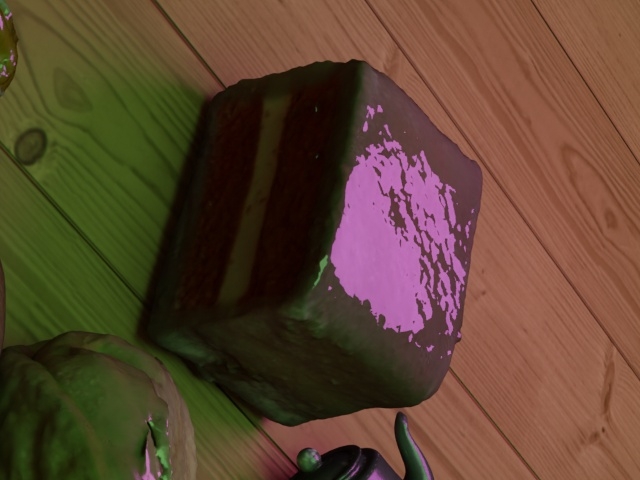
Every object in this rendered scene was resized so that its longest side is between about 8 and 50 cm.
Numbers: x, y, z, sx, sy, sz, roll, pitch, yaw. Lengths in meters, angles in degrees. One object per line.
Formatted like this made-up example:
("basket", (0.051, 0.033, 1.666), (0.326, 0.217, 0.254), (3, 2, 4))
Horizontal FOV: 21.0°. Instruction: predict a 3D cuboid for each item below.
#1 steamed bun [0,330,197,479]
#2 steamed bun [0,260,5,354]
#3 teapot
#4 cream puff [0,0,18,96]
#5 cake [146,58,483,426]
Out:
("steamed bun", (-0.216, 0.254, 1.417), (0.325, 0.230, 0.372), (65, 21, -78))
("steamed bun", (-0.357, 0.062, 1.316), (0.251, 0.199, 0.301), (43, 54, -35))
("teapot", (0.014, 0.277, 1.736), (0.239, 0.162, 0.149), (-36, 103, -13))
("cream puff", (-0.342, -0.170, 1.388), (0.194, 0.221, 0.195), (0, 92, -11))
("cake", (0.000, 0.000, 1.697), (0.230, 0.237, 0.309), (35, 57, -42))
